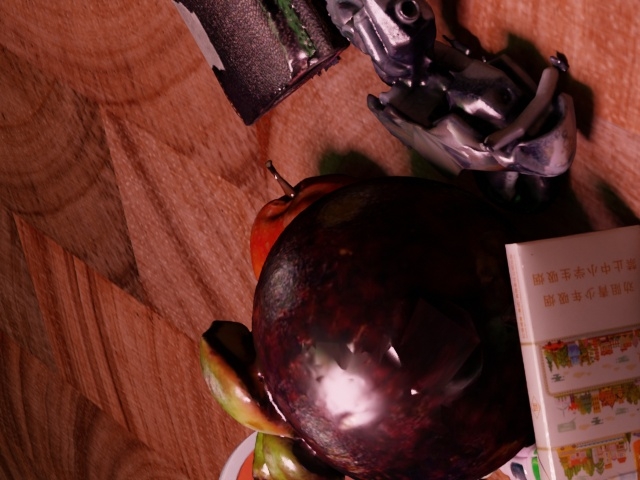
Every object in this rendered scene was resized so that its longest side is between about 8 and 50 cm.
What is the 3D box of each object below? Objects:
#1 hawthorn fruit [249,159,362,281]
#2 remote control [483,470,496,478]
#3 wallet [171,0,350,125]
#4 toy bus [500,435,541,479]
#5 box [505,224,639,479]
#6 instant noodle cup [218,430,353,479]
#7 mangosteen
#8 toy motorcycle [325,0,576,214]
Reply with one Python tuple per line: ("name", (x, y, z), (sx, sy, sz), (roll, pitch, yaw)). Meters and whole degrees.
("hawthorn fruit", (0.000, 0.000, 1.737), (0.194, 0.157, 0.157), (59, 152, -11))
("remote control", (0.158, 0.157, 1.768), (0.078, 0.042, 0.221), (37, 145, 35))
("wallet", (-0.085, -0.238, 1.726), (0.221, 0.071, 0.262), (57, 159, -2))
("toy bus", (0.298, 0.287, 1.574), (0.305, 0.143, 0.179), (62, 154, -10))
("box", (0.227, 0.103, 1.444), (0.032, 0.122, 0.220), (167, 95, -67))
("instant noodle cup", (0.014, 0.342, 1.978), (0.294, 0.294, 0.308), (50, 158, 13))
("mangosteen", (0.065, 0.093, 1.548), (0.311, 0.311, 0.311), (38, 147, 31))
("toy motorcycle", (0.118, -0.128, 1.460), (0.270, 0.106, 0.159), (46, 158, -11))
